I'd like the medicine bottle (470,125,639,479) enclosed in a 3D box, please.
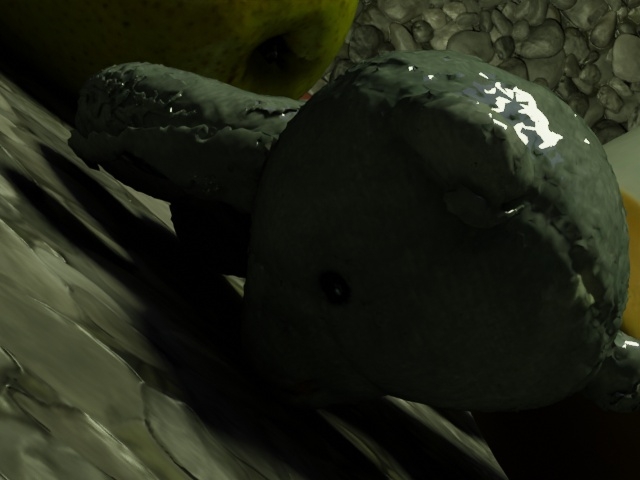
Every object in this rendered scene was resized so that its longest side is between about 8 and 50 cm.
[{"bbox_3d":[0.218,0.046,0.875,0.238,0.232,0.238,52,-21,30],"label":"medicine bottle"}]

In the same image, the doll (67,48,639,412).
[{"bbox_3d":[-0.001,0.007,0.743,0.340,0.158,0.246,5,-26,47],"label":"doll"}]

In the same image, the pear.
[{"bbox_3d":[-0.099,-0.205,1.075,0.294,0.294,0.294,39,4,-4],"label":"pear"}]

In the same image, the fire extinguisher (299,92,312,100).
[{"bbox_3d":[0.007,-0.037,1.404,0.337,0.106,0.147,39,-19,-16],"label":"fire extinguisher"}]
